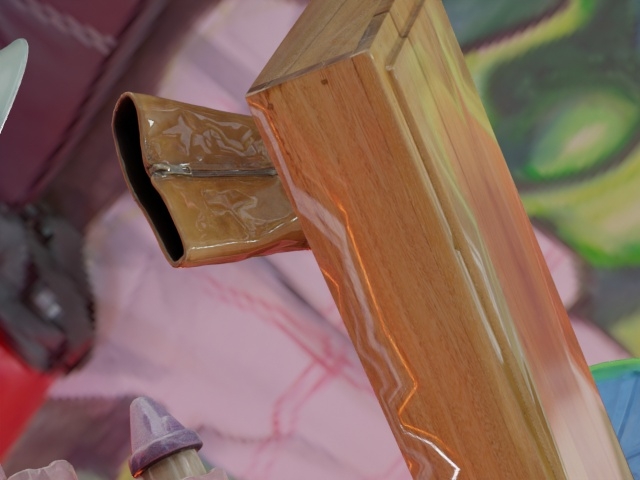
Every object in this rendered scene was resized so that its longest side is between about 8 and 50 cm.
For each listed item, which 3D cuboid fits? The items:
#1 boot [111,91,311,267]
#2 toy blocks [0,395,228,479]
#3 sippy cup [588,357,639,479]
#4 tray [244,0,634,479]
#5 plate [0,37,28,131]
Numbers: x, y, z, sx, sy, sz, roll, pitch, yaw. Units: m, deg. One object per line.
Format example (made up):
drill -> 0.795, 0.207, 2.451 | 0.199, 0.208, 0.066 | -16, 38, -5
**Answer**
boot -> 0.000, 0.000, 1.420 | 0.280, 0.264, 0.096 | 1, 149, -49
toy blocks -> -0.240, 0.237, 1.309 | 0.309, 0.260, 0.288 | -16, 160, -37
sippy cup -> 0.273, 0.258, 1.620 | 0.240, 0.224, 0.305 | -17, -147, 14
tray -> 0.091, 0.065, 1.036 | 0.076, 0.411, 0.203 | -18, -163, 17
plate -> -0.234, -0.045, 1.168 | 0.188, 0.024, 0.188 | -53, -159, 31
